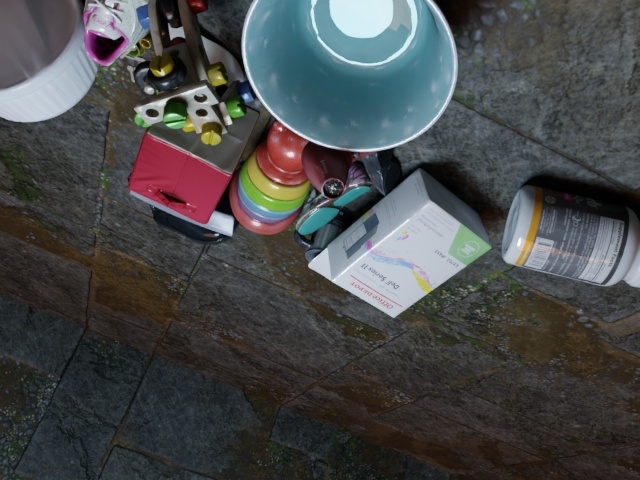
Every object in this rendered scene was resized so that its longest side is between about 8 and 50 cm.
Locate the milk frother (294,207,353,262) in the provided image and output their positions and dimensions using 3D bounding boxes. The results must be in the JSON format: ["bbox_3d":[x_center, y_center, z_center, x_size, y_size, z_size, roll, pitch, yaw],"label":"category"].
[{"bbox_3d":[0.000,0.000,1.479,0.129,0.135,0.143,16,149,6],"label":"milk frother"}]

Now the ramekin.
[{"bbox_3d":[-0.533,-0.340,1.111,0.272,0.273,0.127,10,160,14],"label":"ramekin"}]

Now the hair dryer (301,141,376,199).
[{"bbox_3d":[0.064,-0.169,1.047,0.223,0.293,0.080,-11,124,45],"label":"hair dryer"}]

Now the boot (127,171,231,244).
[{"bbox_3d":[-0.355,-0.091,1.562,0.246,0.094,0.207,16,154,17],"label":"boot"}]

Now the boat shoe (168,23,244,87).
[{"bbox_3d":[-0.226,-0.340,1.134,0.184,0.066,0.063,27,177,-33],"label":"boat shoe"}]

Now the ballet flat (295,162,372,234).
[{"bbox_3d":[0.022,-0.097,1.352,0.076,0.079,0.221,7,146,-46],"label":"ballet flat"}]

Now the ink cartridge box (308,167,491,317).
[{"bbox_3d":[0.159,0.035,1.322,0.207,0.119,0.353,32,122,-30],"label":"ink cartridge box"}]

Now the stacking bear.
[{"bbox_3d":[-0.083,-0.150,1.276,0.175,0.164,0.289,23,145,-8],"label":"stacking bear"}]

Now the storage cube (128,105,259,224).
[{"bbox_3d":[-0.260,-0.183,1.257,0.183,0.215,0.193,26,143,-12],"label":"storage cube"}]

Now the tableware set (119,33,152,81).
[{"bbox_3d":[-0.345,-0.348,1.215,0.104,0.024,0.154,17,149,2],"label":"tableware set"}]

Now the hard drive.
[{"bbox_3d":[-0.287,-0.119,1.413,0.254,0.172,0.054,23,134,3],"label":"hard drive"}]

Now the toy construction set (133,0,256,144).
[{"bbox_3d":[-0.165,-0.242,1.003,0.308,0.237,0.257,0,141,-9],"label":"toy construction set"}]

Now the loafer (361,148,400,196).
[{"bbox_3d":[0.121,-0.153,1.257,0.061,0.062,0.170,28,156,32],"label":"loafer"}]

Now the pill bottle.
[{"bbox_3d":[0.507,-0.002,1.180,0.278,0.162,0.162,13,149,7],"label":"pill bottle"}]

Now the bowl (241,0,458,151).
[{"bbox_3d":[0.054,-0.302,0.915,0.311,0.163,0.312,9,139,8],"label":"bowl"}]

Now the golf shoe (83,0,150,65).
[{"bbox_3d":[-0.320,-0.408,0.996,0.115,0.140,0.306,25,147,-10],"label":"golf shoe"}]
